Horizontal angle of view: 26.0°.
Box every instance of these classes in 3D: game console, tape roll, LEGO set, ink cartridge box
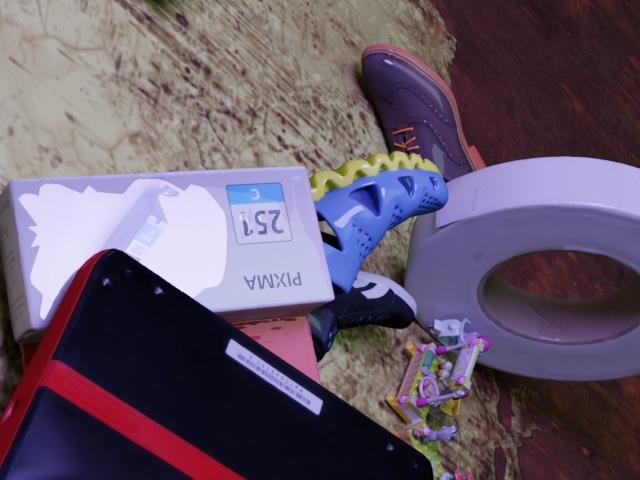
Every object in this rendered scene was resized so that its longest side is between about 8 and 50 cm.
[{"bbox_3d":[-0.084,0.223,1.127,0.386,0.060,0.342,36,40,-16],"label":"game console"},{"bbox_3d":[0.293,0.044,1.669,0.392,0.392,0.072,41,45,-36],"label":"tape roll"},{"bbox_3d":[0.158,0.218,1.633,0.132,0.107,0.287,27,57,-39],"label":"LEGO set"},{"bbox_3d":[-0.129,0.069,1.262,0.296,0.066,0.261,-5,76,-28],"label":"ink cartridge box"}]

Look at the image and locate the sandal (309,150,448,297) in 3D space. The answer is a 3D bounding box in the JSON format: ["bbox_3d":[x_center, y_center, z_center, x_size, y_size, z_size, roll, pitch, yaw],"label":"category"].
[{"bbox_3d":[0.000,0.000,1.446,0.317,0.126,0.138,-18,77,-24],"label":"sandal"}]

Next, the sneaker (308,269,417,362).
[{"bbox_3d":[0.018,0.091,1.552,0.217,0.079,0.121,27,56,-35],"label":"sneaker"}]

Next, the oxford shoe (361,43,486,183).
[{"bbox_3d":[0.130,-0.132,1.790,0.271,0.097,0.098,53,44,-23],"label":"oxford shoe"}]
